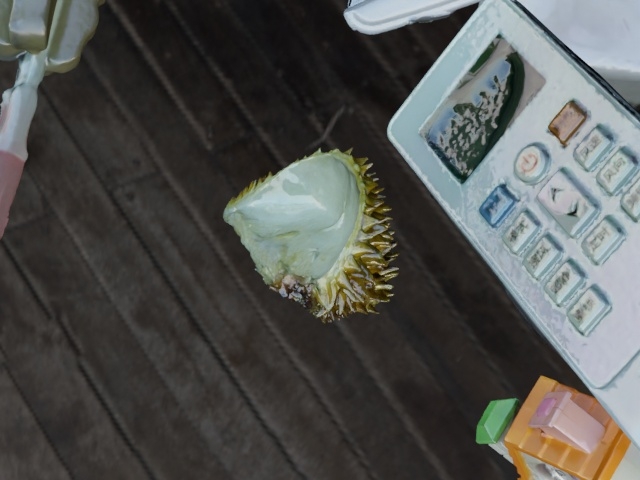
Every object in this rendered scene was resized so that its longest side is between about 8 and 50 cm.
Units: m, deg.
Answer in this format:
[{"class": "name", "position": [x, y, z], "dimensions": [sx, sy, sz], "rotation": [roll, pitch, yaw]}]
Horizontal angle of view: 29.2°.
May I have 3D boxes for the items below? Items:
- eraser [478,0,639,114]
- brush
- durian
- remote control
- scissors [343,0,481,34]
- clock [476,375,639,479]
[{"class": "eraser", "position": [0.280, -0.134, 0.825], "dimensions": [0.331, 0.331, 0.150], "rotation": [6, 79, -14]}, {"class": "brush", "position": [-0.213, -0.113, 0.892], "dimensions": [0.084, 0.071, 0.301], "rotation": [28, 66, -43]}, {"class": "durian", "position": [0.000, 0.000, 1.128], "dimensions": [0.139, 0.144, 0.252], "rotation": [-26, 40, -4]}, {"class": "remote control", "position": [0.079, -0.004, 0.353], "dimensions": [0.029, 0.065, 0.166], "rotation": [20, 26, -42]}, {"class": "scissors", "position": [0.106, -0.154, 0.625], "dimensions": [0.204, 0.027, 0.101], "rotation": [-21, 106, 12]}, {"class": "clock", "position": [0.314, 0.267, 1.378], "dimensions": [0.255, 0.220, 0.106], "rotation": [37, 70, -10]}]
